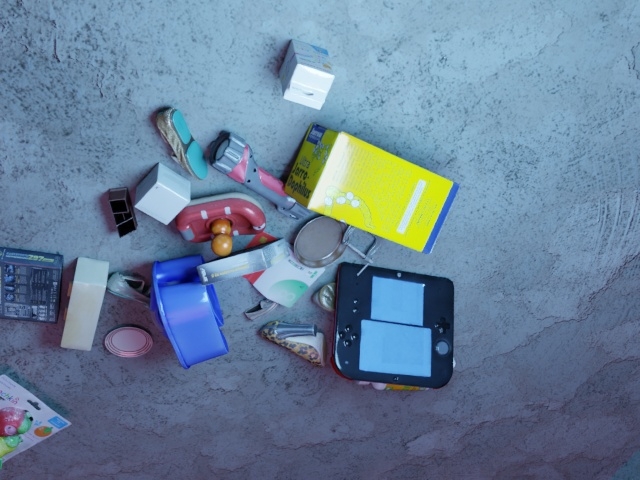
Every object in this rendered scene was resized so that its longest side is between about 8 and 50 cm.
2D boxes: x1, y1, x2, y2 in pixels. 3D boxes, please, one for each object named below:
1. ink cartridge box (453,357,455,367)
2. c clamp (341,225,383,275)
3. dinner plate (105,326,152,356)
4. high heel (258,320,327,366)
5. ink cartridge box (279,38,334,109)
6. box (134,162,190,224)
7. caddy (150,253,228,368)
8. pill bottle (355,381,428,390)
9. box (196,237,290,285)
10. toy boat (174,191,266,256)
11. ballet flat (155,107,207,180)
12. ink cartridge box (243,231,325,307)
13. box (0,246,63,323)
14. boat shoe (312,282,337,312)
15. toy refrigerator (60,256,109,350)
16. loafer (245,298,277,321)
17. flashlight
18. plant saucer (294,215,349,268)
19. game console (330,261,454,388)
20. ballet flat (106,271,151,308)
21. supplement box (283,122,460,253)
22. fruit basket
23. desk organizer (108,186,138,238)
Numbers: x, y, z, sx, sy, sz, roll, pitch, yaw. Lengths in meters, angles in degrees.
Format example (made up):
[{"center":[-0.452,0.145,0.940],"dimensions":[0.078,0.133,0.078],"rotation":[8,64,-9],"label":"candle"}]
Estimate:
[{"center":[0.260,0.333,2.139],"dimensions":[0.273,0.198,0.115],"rotation":[10,130,-18],"label":"ink cartridge box"},{"center":[0.115,0.013,1.923],"dimensions":[0.137,0.022,0.161],"rotation":[-45,128,1],"label":"c clamp"},{"center":[-0.589,0.309,2.085],"dimensions":[0.141,0.017,0.141],"rotation":[-5,131,-5],"label":"dinner plate"},{"center":[-0.082,0.336,2.176],"dimensions":[0.186,0.093,0.261],"rotation":[-1,142,15],"label":"high heel"},{"center":[-0.031,-0.367,1.512],"dimensions":[0.092,0.143,0.090],"rotation":[12,127,-20],"label":"ink cartridge box"},{"center":[-0.395,-0.117,1.701],"dimensions":[0.101,0.087,0.102],"rotation":[33,118,-32],"label":"box"},{"center":[-0.378,0.199,1.883],"dimensions":[0.179,0.241,0.341],"rotation":[-15,131,-6],"label":"caddy"},{"center":[0.241,0.431,2.262],"dimensions":[0.246,0.136,0.136],"rotation":[3,130,-13],"label":"pill bottle"},{"center":[-0.198,0.054,1.792],"dimensions":[0.183,0.231,0.056],"rotation":[-15,94,13],"label":"box"},{"center":[-0.254,-0.027,1.747],"dimensions":[0.231,0.151,0.151],"rotation":[-11,150,0],"label":"toy boat"},{"center":[-0.338,-0.232,1.639],"dimensions":[0.067,0.073,0.206],"rotation":[3,133,24],"label":"ballet flat"},{"center":[-0.128,0.086,1.952],"dimensions":[0.225,0.056,0.181],"rotation":[26,121,-30],"label":"ink cartridge box"},{"center":[-0.808,0.126,1.857],"dimensions":[0.183,0.059,0.232],"rotation":[7,130,-16],"label":"box"},{"center":[0.125,0.187,2.064],"dimensions":[0.302,0.109,0.098],"rotation":[8,167,-19],"label":"boat shoe"},{"center":[-0.667,0.181,1.903],"dimensions":[0.094,0.102,0.269],"rotation":[12,128,-19],"label":"toy refrigerator"},{"center":[-0.177,0.202,2.051],"dimensions":[0.125,0.045,0.039],"rotation":[-37,120,24],"label":"loafer"},{"center":[-0.138,-0.162,1.710],"dimensions":[0.304,0.103,0.103],"rotation":[28,146,-34],"label":"flashlight"},{"center":[0.000,0.000,1.890],"dimensions":[0.168,0.029,0.168],"rotation":[-14,125,-20],"label":"plant saucer"},{"center":[0.220,0.253,2.001],"dimensions":[0.386,0.342,0.060],"rotation":[10,167,-18],"label":"game console"},{"center":[-0.506,0.152,1.933],"dimensions":[0.213,0.072,0.068],"rotation":[33,88,-35],"label":"ballet flat"},{"center":[0.124,-0.128,1.676],"dimensions":[0.356,0.194,0.195],"rotation":[20,97,-25],"label":"supplement box"},{"center":[-1.045,0.602,2.163],"dimensions":[0.353,0.165,0.327],"rotation":[-25,130,7],"label":"fruit basket"},{"center":[-0.509,-0.070,1.746],"dimensions":[0.047,0.050,0.130],"rotation":[-7,132,-4],"label":"desk organizer"}]
